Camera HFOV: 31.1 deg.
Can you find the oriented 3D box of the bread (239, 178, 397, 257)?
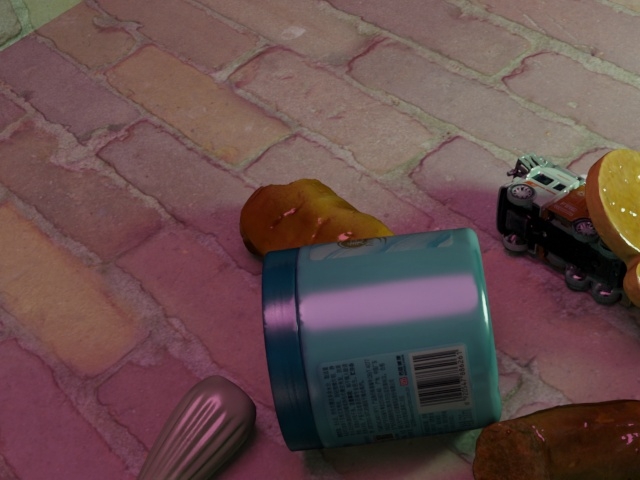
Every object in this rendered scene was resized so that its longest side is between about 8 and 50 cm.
[{"bbox_3d":[-0.003,-0.002,2.159,0.195,0.149,0.344,-39,49,-23],"label":"bread"}]

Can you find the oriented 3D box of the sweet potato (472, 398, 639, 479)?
[{"bbox_3d":[0.419,0.318,1.746,0.369,0.158,0.158,-8,44,-8],"label":"sweet potato"}]

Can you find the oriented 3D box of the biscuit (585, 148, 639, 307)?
[{"bbox_3d":[0.567,0.009,1.916,0.275,0.052,0.355,-35,87,-40],"label":"biscuit"}]

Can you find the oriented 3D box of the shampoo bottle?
[{"bbox_3d":[0.102,0.158,1.850,0.342,0.331,0.331,-7,45,6],"label":"shampoo bottle"}]

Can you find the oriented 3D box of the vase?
[{"bbox_3d":[-0.216,0.346,1.903,0.128,0.128,0.248,26,67,33],"label":"vase"}]

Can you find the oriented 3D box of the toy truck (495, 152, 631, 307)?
[{"bbox_3d":[0.467,-0.035,2.088,0.184,0.133,0.338,-33,50,-31],"label":"toy truck"}]
